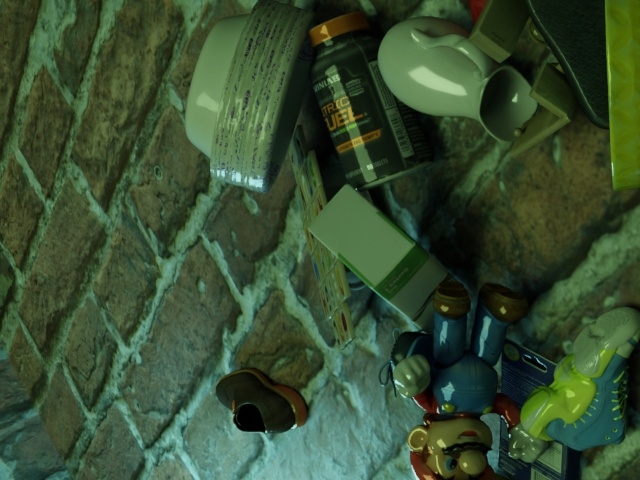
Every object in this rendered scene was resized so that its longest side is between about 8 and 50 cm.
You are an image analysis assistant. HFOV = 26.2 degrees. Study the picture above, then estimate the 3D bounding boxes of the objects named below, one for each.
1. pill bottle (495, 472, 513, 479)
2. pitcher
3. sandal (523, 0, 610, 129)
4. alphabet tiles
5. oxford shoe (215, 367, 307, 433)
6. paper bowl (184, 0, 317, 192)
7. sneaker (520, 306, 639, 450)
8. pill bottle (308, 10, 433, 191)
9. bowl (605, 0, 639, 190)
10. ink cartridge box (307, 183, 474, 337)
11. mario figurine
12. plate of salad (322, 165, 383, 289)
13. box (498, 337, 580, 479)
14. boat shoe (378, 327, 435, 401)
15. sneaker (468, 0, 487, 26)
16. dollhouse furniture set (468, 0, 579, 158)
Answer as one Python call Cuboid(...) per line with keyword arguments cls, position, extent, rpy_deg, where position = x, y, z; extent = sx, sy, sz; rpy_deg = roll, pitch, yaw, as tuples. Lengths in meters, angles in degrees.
Cuboid(cls="pill bottle", position=(0.273, 0.412, 2.024), extent=(0.208, 0.119, 0.119), rpy_deg=(14, 119, 53))
Cuboid(cls="pitcher", position=(0.164, -0.231, 1.786), extent=(0.207, 0.125, 0.178), rpy_deg=(33, 167, 39))
Cuboid(cls="sandal", position=(0.301, -0.250, 1.630), extent=(0.054, 0.097, 0.254), rpy_deg=(161, 89, -84))
Cuboid(cls="alphabet tiles", position=(0.000, 0.000, 2.171), extent=(0.285, 0.011, 0.343), rpy_deg=(121, 136, -78))
Cuboid(cls="oxford shoe", position=(-0.139, 0.309, 2.614), extent=(0.271, 0.098, 0.097), rpy_deg=(5, 112, 56))
Cuboid(cls="paper bowl", position=(-0.109, -0.225, 2.067), extent=(0.148, 0.284, 0.284), rpy_deg=(17, 133, 4))
Cuboid(cls="sneaker", position=(0.373, 0.190, 1.798), extent=(0.126, 0.091, 0.240), rpy_deg=(32, 128, -7))
Cuboid(cls="pill bottle", position=(0.063, -0.202, 1.978), extent=(0.130, 0.130, 0.246), rpy_deg=(-21, 89, 59))
Cuboid(cls="bowl", position=(0.380, -0.199, 1.439), extent=(0.156, 0.289, 0.289), rpy_deg=(-2, 112, 13))
Cuboid(cls="ink cartridge box", position=(0.105, 0.034, 1.973), extent=(0.160, 0.092, 0.219), rpy_deg=(43, -179, 38))
Cuboid(cls="mario figurine", position=(0.209, 0.227, 1.879), extent=(0.198, 0.170, 0.321), rpy_deg=(11, 108, 21))
Cuboid(cls="plate of salad", position=(0.048, -0.021, 2.187), extent=(0.200, 0.048, 0.200), rpy_deg=(24, 118, 56))
Cuboid(cls="box", position=(0.312, 0.252, 1.949), extent=(0.136, 0.036, 0.225), rpy_deg=(29, 130, 47))
Cuboid(cls="boat shoe", position=(0.134, 0.195, 2.018), extent=(0.089, 0.109, 0.258), rpy_deg=(26, 163, 26))
Cuboid(cls="sneaker", position=(0.172, -0.346, 1.729), extent=(0.087, 0.128, 0.221), rpy_deg=(8, 114, 55))
Cuboid(cls="dollhouse furniture set", position=(0.237, -0.218, 1.691), extent=(0.151, 0.144, 0.123), rpy_deg=(34, 150, -12))
